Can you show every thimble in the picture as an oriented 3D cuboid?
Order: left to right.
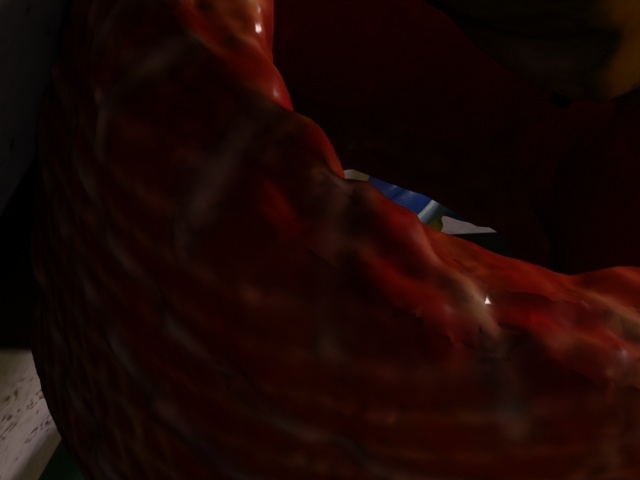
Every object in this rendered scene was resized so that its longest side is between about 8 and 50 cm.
[{"bbox_3d":[0.052,-0.006,0.563,0.350,0.350,0.231,-55,172,-40],"label":"thimble"}]

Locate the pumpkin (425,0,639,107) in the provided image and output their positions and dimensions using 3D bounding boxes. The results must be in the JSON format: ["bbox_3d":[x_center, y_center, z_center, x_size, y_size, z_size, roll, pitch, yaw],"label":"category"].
[{"bbox_3d":[0.103,-0.216,0.402,0.225,0.256,0.303,78,19,-67],"label":"pumpkin"}]

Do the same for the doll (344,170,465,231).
[{"bbox_3d":[0.008,0.004,0.939,0.366,0.187,0.376,-55,-165,24],"label":"doll"}]
